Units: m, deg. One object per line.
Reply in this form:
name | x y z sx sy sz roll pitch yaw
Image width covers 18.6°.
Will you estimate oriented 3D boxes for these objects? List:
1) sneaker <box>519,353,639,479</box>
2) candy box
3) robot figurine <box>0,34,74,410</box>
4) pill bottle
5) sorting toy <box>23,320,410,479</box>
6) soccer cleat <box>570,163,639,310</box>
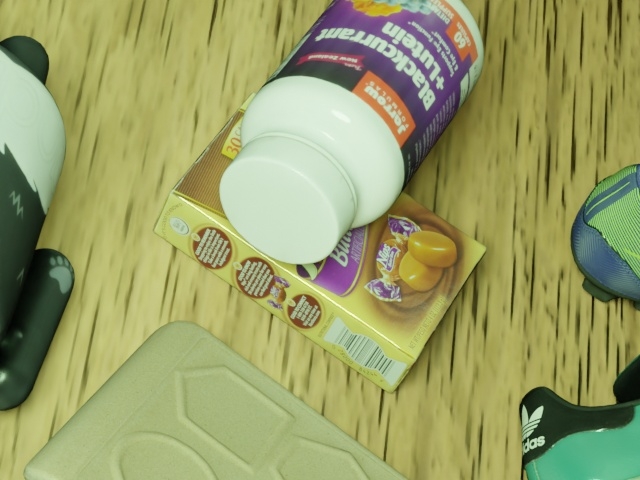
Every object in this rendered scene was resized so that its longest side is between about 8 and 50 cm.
sneaker | 0.265 0.112 1.247 0.302 0.108 0.121 -11 67 -26
candy box | 0.000 0.000 1.250 0.187 0.053 0.109 33 52 3
robot figurine | -0.244 -0.014 1.089 0.209 0.173 0.278 13 53 0
pill bottle | 0.017 -0.076 1.206 0.108 0.108 0.193 34 50 2
sorting toy | -0.045 0.146 1.118 0.208 0.038 0.193 32 31 5
soccer cleat | 0.313 0.007 1.327 0.289 0.121 0.093 9 55 -17
